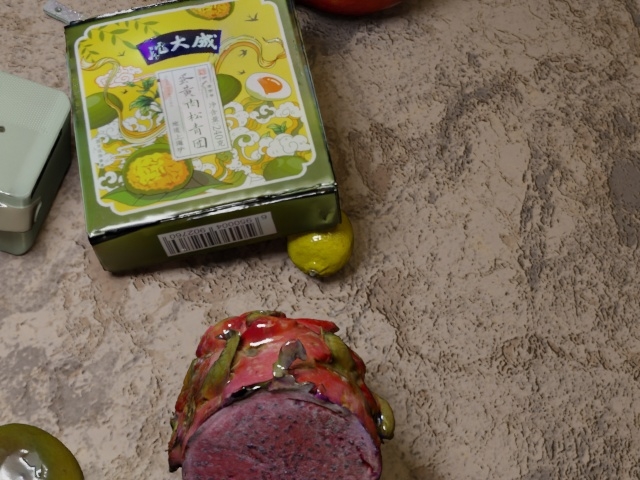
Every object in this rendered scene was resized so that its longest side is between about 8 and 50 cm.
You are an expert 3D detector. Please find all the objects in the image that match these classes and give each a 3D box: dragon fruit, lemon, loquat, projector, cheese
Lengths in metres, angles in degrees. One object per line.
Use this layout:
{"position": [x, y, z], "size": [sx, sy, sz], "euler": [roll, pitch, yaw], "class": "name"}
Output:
{"position": [-0.047, 0.214, 1.545], "size": [0.296, 0.314, 0.263], "euler": [29, 29, -21], "class": "dragon fruit"}
{"position": [0.000, 0.000, 1.757], "size": [0.109, 0.109, 0.133], "euler": [14, 52, -5], "class": "lemon"}
{"position": [-0.386, 0.329, 1.461], "size": [0.195, 0.152, 0.152], "euler": [39, 59, 20], "class": "loquat"}
{"position": [-0.480, -0.107, 1.670], "size": [0.163, 0.177, 0.242], "euler": [16, 57, -1], "class": "projector"}
{"position": [-0.389, -0.364, 1.919], "size": [0.192, 0.037, 0.097], "euler": [28, 57, 3], "class": "cheese"}

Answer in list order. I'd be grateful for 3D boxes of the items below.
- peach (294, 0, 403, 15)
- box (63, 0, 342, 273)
{"position": [0.031, -0.575, 1.962], "size": [0.388, 0.388, 0.388], "euler": [6, 60, -10], "class": "peach"}
{"position": [-0.188, -0.182, 1.734], "size": [0.373, 0.138, 0.420], "euler": [-12, 61, -1], "class": "box"}
